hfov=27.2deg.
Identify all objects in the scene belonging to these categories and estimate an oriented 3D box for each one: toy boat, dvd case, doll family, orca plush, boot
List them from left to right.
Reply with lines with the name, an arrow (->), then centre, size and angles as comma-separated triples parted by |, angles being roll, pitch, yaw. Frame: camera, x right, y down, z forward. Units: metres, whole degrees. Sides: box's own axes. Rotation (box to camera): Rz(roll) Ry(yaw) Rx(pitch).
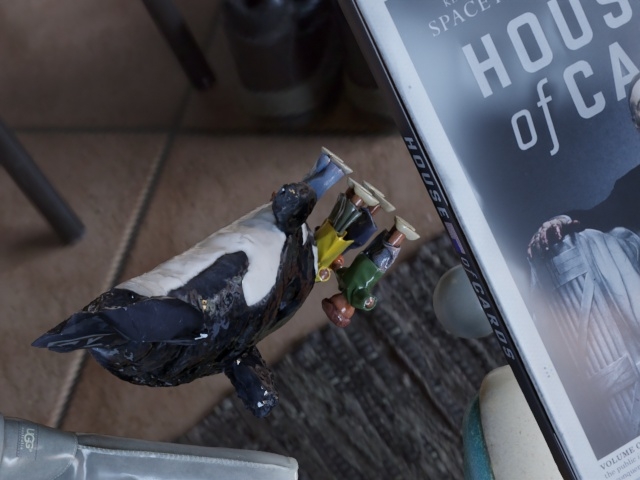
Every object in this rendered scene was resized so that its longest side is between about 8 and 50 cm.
boot -> -0.138, 0.174, 0.871 | 0.208, 0.190, 0.076 | 7, 61, -21
orca plush -> -0.043, 0.047, 0.736 | 0.151, 0.287, 0.102 | -36, 89, 3
doll family -> 0.000, 0.000, 1.032 | 0.111, 0.076, 0.193 | -53, 18, 8
toy boat -> 0.185, 0.142, 1.078 | 0.148, 0.267, 0.318 | -30, 54, 29
dvd case -> 0.132, -0.033, 0.508 | 0.179, 0.239, 0.029 | -29, 14, -9
